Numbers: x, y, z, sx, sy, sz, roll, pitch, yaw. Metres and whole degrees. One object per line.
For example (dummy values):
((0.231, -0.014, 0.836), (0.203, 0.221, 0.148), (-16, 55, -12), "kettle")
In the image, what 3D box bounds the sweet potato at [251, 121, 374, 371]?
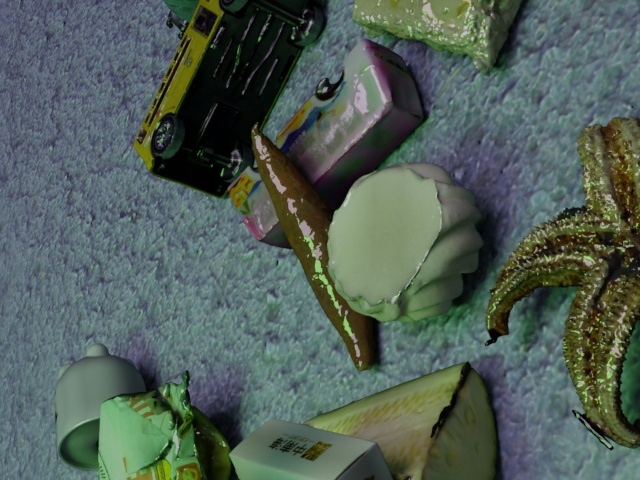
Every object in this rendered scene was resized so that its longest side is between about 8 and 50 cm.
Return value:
((0.000, 0.000, 1.128), (0.072, 0.066, 0.314), (-27, 81, 13), "sweet potato")

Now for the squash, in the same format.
((0.053, 0.235, 0.982), (0.252, 0.093, 0.169), (-28, 18, 38), "squash")

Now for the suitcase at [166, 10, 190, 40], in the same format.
((-0.192, -0.381, 1.585), (0.126, 0.059, 0.086), (-57, 41, 13), "suitcase")

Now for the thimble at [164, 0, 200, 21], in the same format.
((-0.156, -0.447, 1.456), (0.235, 0.143, 0.198), (-44, 56, -2), "thimble")

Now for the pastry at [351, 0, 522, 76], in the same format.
((0.128, -0.280, 1.141), (0.121, 0.089, 0.258), (-55, 42, -2), "pastry")

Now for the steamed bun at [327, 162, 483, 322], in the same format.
((0.093, 0.008, 1.035), (0.182, 0.106, 0.183), (-18, 64, 41), "steamed bun")

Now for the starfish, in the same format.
((0.272, 0.024, 0.817), (0.312, 0.113, 0.303), (15, 83, 61), "starfish")

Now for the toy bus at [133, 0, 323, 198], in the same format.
((-0.137, -0.238, 1.385), (0.151, 0.145, 0.331), (42, 107, 52), "toy bus")

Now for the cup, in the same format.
((-0.306, 0.244, 1.411), (0.134, 0.173, 0.142), (-24, 48, 3), "cup")

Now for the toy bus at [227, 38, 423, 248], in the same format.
((0.007, -0.111, 1.203), (0.274, 0.090, 0.112), (-45, 51, 27), "toy bus")

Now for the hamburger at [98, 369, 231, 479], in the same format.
((-0.191, 0.275, 1.244), (0.214, 0.125, 0.235), (13, 88, 46), "hamburger")

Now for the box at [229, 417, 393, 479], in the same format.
((0.023, 0.290, 0.910), (0.155, 0.067, 0.243), (1, 118, 48), "box")

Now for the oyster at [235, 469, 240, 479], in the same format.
((-0.015, 0.300, 1.074), (0.191, 0.081, 0.163), (55, 142, 30), "oyster")
